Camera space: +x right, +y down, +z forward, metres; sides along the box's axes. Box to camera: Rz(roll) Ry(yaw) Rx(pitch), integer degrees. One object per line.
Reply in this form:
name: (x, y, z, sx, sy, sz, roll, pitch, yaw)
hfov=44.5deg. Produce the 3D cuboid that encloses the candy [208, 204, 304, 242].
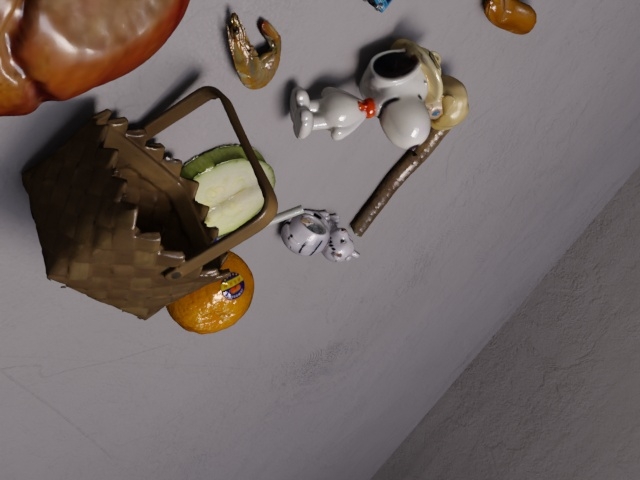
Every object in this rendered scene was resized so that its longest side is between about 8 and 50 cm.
candy: (-0.202, 0.007, 1.373, 0.365, 0.124, 0.124, -22, 149, -2)

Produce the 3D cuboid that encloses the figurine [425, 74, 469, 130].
figurine: (0.203, -0.268, 1.535, 0.196, 0.108, 0.114, -9, 156, -31)

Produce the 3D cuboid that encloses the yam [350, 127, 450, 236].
yam: (0.174, -0.139, 1.740, 0.327, 0.045, 0.045, -52, 180, 23)

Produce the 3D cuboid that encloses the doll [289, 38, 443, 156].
doll: (0.083, -0.264, 1.381, 0.271, 0.208, 0.144, 8, 163, -10)

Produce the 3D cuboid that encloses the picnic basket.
picnic basket: (-0.236, -0.057, 1.167, 0.321, 0.254, 0.291, -32, 152, 11)

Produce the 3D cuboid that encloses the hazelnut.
hazelnut: (-0.301, -0.274, 0.764, 0.372, 0.315, 0.372, -21, 175, -2)

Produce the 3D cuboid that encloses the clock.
clock: (0.000, 0.000, 1.657, 0.176, 0.117, 0.080, 0, 132, -48)

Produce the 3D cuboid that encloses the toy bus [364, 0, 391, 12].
toy bus: (0.087, -0.411, 1.270, 0.046, 0.038, 0.083, -46, 152, 2)

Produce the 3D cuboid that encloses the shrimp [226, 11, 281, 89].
shrimp: (-0.097, -0.300, 1.209, 0.095, 0.045, 0.162, -34, 148, -10)

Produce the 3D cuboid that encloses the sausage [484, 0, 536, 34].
sausage: (0.368, -0.442, 1.532, 0.183, 0.054, 0.062, -1, 101, -45)

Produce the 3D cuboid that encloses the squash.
squash: (-0.188, -0.081, 1.421, 0.219, 0.041, 0.219, -25, 150, -16)

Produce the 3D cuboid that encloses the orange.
orange: (-0.215, 0.093, 1.506, 0.177, 0.155, 0.178, -24, 139, -23)
